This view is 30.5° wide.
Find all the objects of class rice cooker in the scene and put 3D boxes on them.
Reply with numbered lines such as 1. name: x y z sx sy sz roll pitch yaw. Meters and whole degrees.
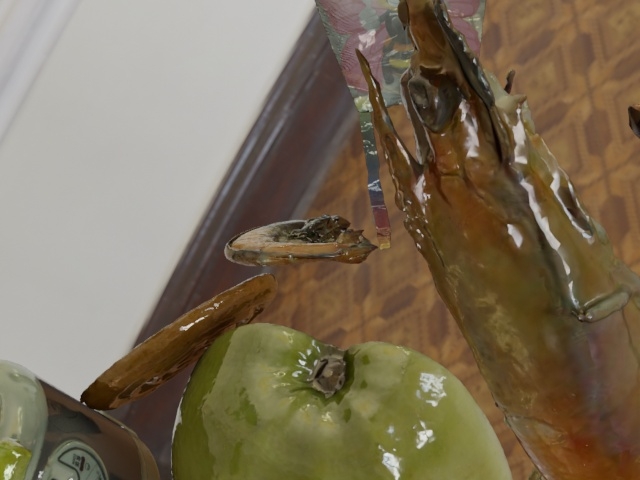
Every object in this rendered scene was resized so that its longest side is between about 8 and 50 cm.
1. rice cooker: -0.350 0.307 1.367 0.288 0.277 0.288 -23 44 25

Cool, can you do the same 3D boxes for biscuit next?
1. biscuit: -0.156 0.121 1.342 0.262 0.037 0.262 -34 -6 -4

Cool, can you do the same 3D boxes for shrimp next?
1. shrimp: 0.000 0.000 1.751 0.222 0.290 0.054 1 100 32
2. shrimp: 0.107 0.008 0.418 0.150 0.249 0.068 -46 24 -7

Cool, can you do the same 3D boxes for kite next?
1. kite: 0.099 -0.167 1.302 0.204 0.022 0.360 -6 75 6

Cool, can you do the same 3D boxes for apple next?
1. apple: 0.010 0.245 1.247 0.320 0.360 0.312 -21 46 -13

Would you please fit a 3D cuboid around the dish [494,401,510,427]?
1. dish: 0.376 0.263 1.855 0.213 0.090 0.213 -8 46 8

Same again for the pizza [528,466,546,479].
1. pizza: 0.329 0.508 1.438 0.392 0.080 0.435 -118 23 -87

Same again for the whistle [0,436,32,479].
1. whistle: -0.301 0.274 1.042 0.104 0.057 0.198 77 -144 -86
